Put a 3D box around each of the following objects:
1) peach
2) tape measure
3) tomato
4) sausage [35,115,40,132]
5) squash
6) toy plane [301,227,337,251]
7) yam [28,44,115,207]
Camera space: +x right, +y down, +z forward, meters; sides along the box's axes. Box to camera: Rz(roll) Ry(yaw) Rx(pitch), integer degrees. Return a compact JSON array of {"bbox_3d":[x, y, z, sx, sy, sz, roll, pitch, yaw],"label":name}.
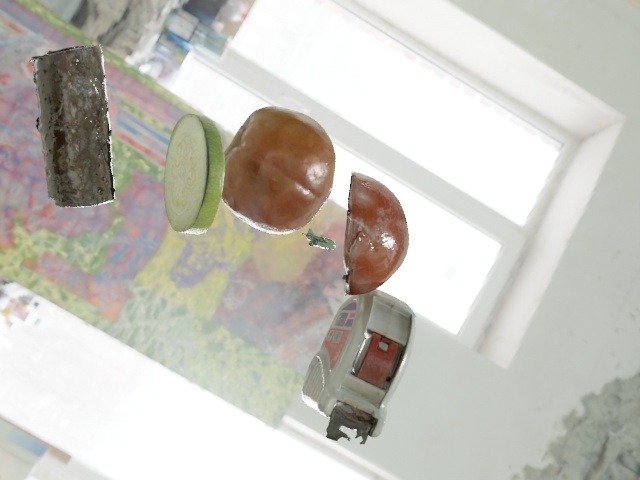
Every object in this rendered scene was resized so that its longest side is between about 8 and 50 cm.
[{"bbox_3d":[-0.108,-0.188,2.216,0.342,0.302,0.342,-51,-165,19],"label":"peach"},{"bbox_3d":[0.070,0.217,1.436,0.265,0.130,0.258,-64,-174,-9],"label":"tape measure"},{"bbox_3d":[0.092,-0.017,1.358,0.228,0.112,0.199,-88,180,-60],"label":"tomato"},{"bbox_3d":[-0.521,-0.241,1.653,0.141,0.076,0.076,-20,-147,46],"label":"sausage"},{"bbox_3d":[-0.261,-0.139,1.697,0.252,0.049,0.252,-12,-104,59],"label":"squash"},{"bbox_3d":[-0.001,0.003,1.837,0.033,0.083,0.080,-67,-163,-13],"label":"toy plane"},{"bbox_3d":[-0.431,-0.199,1.434,0.131,0.131,0.279,-115,-159,-84],"label":"yam"}]
